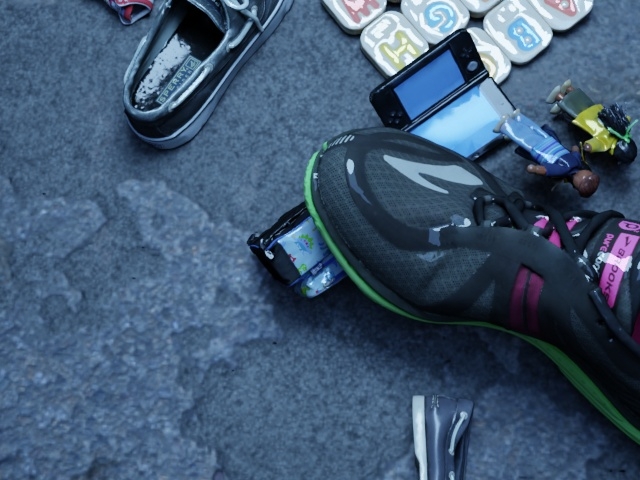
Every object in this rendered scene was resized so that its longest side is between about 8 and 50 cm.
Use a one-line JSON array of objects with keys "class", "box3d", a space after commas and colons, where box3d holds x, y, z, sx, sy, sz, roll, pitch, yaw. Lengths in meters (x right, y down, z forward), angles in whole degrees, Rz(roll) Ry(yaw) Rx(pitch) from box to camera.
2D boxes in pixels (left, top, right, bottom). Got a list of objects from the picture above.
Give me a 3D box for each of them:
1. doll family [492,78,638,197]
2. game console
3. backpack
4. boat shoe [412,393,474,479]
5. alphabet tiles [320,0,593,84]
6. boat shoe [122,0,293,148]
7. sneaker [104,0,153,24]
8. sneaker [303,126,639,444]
[{"class": "doll family", "box3d": [0.251, -0.095, 0.976, 0.193, 0.076, 0.111, -32, 68, -31]}, {"class": "game console", "box3d": [0.129, -0.135, 1.020, 0.122, 0.107, 0.071, -35, 48, 3]}, {"class": "backpack", "box3d": [0.000, 0.000, 0.983, 0.114, 0.105, 0.084, -38, 99, -10]}, {"class": "boat shoe", "box3d": [0.123, 0.244, 0.925, 0.064, 0.075, 0.206, -5, 70, 4]}, {"class": "alphabet tiles", "box3d": [0.145, -0.306, 1.081, 0.284, 0.021, 0.278, -38, 81, -3]}, {"class": "boat shoe", "box3d": [-0.116, -0.245, 1.048, 0.113, 0.105, 0.306, 33, 79, 10]}, {"class": "sneaker", "box3d": [-0.238, -0.274, 1.094, 0.118, 0.042, 0.067, 0, 72, 0]}, {"class": "sneaker", "box3d": [0.215, 0.018, 0.887, 0.482, 0.202, 0.185, 27, 59, 0]}]
